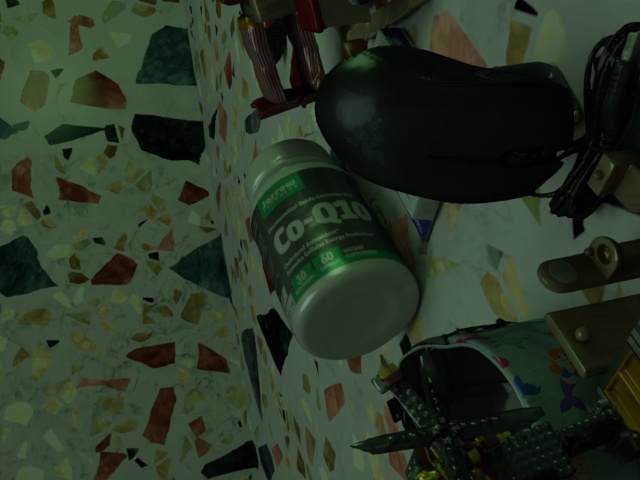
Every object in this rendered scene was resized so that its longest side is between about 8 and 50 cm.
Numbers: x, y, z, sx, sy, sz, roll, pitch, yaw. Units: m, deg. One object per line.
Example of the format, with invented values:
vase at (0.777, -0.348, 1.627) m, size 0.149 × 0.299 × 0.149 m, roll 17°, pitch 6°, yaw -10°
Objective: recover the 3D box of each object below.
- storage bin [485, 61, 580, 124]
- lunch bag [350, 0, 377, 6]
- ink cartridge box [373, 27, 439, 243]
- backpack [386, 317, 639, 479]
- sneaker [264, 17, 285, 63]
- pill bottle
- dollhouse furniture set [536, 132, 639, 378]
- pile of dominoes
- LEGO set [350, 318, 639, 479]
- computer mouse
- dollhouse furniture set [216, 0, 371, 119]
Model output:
storage bin at (0.167, -0.114, 0.675) m, size 0.091 × 0.135 × 0.098 m, roll 93°, pitch 166°, yaw -60°
lunch bag at (0.059, -0.366, 0.926) m, size 0.071 × 0.053 × 0.083 m, roll 58°, pitch 136°, yaw 38°
ink cartridge box at (0.114, -0.144, 0.956) m, size 0.224 × 0.045 × 0.223 m, roll 100°, pitch 155°, yaw -46°
backpack at (0.192, 0.181, 0.627) m, size 0.253 × 0.191 × 0.225 m, roll 122°, pitch 134°, yaw -75°
sneaker at (-0.108, -0.472, 1.500) m, size 0.075 × 0.057 × 0.161 m, roll -98°, pitch 4°, yaw -71°
pill bottle at (0.000, 0.000, 1.120) m, size 0.361 × 0.204 × 0.204 m, roll -118°, pitch 26°, yaw -44°
dollhouse furniture set at (0.236, -0.009, 0.505) m, size 0.151 × 0.123 × 0.144 m, roll 101°, pitch 154°, yaw -47°
pile of dominoes at (0.092, -0.395, 0.955) m, size 0.251 × 0.040 × 0.196 m, roll -7°, pitch 90°, yaw 64°
LEGO set at (0.197, 0.155, 0.371) m, size 0.192 × 0.331 × 0.255 m, roll 78°, pitch 178°, yaw -56°
computer mouse at (0.128, -0.089, 0.558) m, size 0.072 × 0.272 × 0.189 m, roll -82°, pitch -3°, yaw -49°
dollhouse furniture set at (-0.039, -0.284, 1.006) m, size 0.374 × 0.152 × 0.201 m, roll -124°, pitch 15°, yaw -67°
